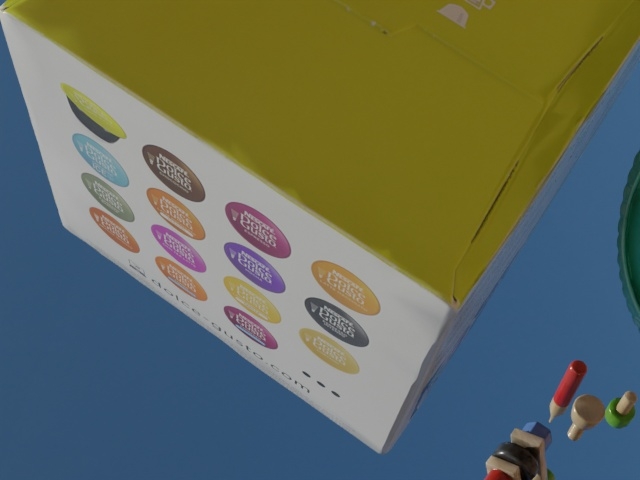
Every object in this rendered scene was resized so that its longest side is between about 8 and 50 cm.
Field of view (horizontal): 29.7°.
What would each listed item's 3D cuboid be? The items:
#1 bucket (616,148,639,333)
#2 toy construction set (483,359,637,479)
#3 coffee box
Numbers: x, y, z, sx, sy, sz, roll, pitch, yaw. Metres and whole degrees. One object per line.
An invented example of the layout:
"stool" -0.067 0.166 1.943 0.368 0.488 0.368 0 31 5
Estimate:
"bucket" 0.351 0.000 0.822 0.281 0.183 0.281 -4 -81 -29
"toy construction set" 0.311 0.344 1.546 0.257 0.237 0.309 11 -125 2
"coffee box" 0.020 -0.108 0.899 0.337 0.334 0.338 34 -112 10
